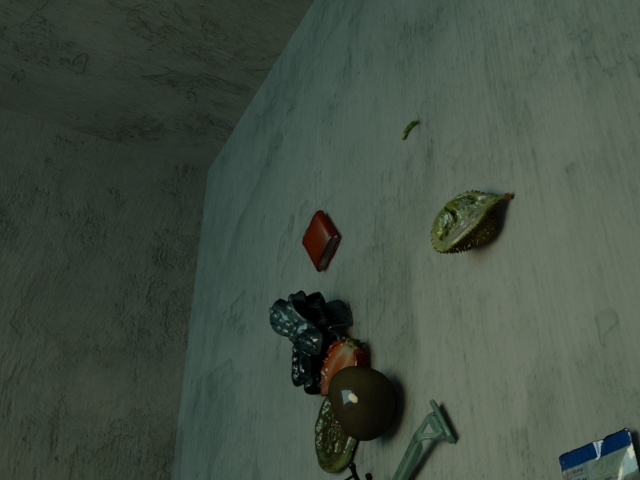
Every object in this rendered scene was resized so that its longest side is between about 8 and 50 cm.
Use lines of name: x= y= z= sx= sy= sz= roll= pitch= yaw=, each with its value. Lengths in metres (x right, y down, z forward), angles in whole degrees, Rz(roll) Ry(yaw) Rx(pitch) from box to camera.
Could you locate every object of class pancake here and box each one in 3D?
pancake: x=0.043 y=0.514 z=2.076 sx=0.253 sy=0.037 sz=0.254 roll=-52 pitch=27 yaw=42

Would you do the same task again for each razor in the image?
razor: x=0.202 y=0.491 z=1.687 sx=0.278 sy=0.056 sz=0.111 roll=-63 pitch=26 yaw=24

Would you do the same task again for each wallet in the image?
wallet: x=0.000 y=0.000 z=2.520 sx=0.142 sy=0.045 sz=0.204 roll=-64 pitch=25 yaw=18

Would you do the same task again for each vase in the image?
vase: x=-0.027 y=0.366 z=2.314 sx=0.060 sy=0.060 sz=0.211 roll=-54 pitch=30 yaw=41

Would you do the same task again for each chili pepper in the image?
chili pepper: x=0.256 y=-0.318 z=2.166 sx=0.083 sy=0.017 sz=0.030 roll=125 pitch=151 yaw=-45

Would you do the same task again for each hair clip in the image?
hair clip: x=-0.028 y=0.269 z=2.217 sx=0.206 sy=0.194 sz=0.310 roll=-63 pitch=37 yaw=33

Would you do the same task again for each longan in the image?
longan: x=0.102 y=0.392 z=1.851 sx=0.189 sy=0.189 sz=0.189 roll=-48 pitch=34 yaw=47

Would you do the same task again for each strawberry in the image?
strawberry: x=0.065 y=0.351 z=2.053 sx=0.187 sy=0.082 sz=0.146 roll=-58 pitch=26 yaw=3

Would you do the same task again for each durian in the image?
durian: x=0.341 y=-0.048 z=1.691 sx=0.208 sy=0.102 sz=0.146 roll=-36 pitch=40 yaw=22

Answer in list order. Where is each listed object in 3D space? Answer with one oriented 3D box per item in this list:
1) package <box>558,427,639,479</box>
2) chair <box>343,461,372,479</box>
package: x=0.447 y=0.404 z=1.204 sx=0.171 sy=0.027 sz=0.173 roll=129 pitch=149 yaw=-51
chair: x=0.092 y=0.669 z=1.814 sx=0.106 sy=0.113 sz=0.229 roll=3 pitch=116 yaw=68
